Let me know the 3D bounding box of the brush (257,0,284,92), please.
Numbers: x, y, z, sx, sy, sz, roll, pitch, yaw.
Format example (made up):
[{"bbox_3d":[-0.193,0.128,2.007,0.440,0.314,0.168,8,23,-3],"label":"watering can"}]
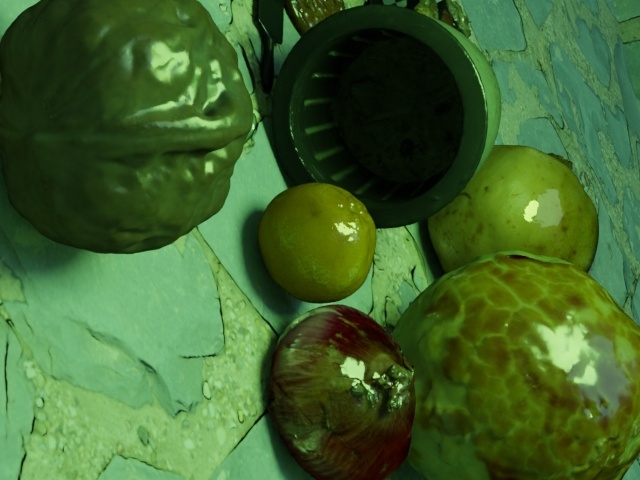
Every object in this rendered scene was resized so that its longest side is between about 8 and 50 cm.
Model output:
[{"bbox_3d":[-0.073,-0.288,1.681,0.063,0.016,0.193,38,42,-45],"label":"brush"}]

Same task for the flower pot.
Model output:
[{"bbox_3d":[0.117,-0.188,1.697,0.293,0.294,0.330,69,20,-4],"label":"flower pot"}]

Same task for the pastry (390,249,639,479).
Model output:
[{"bbox_3d":[0.279,0.192,1.623,0.389,0.313,0.388,13,63,-26],"label":"pastry"}]

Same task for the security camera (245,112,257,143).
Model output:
[{"bbox_3d":[-0.128,-0.158,1.472,0.092,0.058,0.058,33,45,-38],"label":"security camera"}]

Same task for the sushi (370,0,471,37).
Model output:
[{"bbox_3d":[0.206,-0.408,2.217,0.292,0.059,0.294,52,34,-31],"label":"sushi"}]

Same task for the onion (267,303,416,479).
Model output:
[{"bbox_3d":[0.048,0.181,1.450,0.230,0.163,0.230,29,45,-34],"label":"onion"}]

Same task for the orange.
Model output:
[{"bbox_3d":[0.000,0.000,1.490,0.159,0.136,0.159,35,28,-22],"label":"orange"}]

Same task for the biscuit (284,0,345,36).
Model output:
[{"bbox_3d":[-0.010,-0.379,1.840,0.188,0.027,0.187,41,39,-45],"label":"biscuit"}]

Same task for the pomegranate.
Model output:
[{"bbox_3d":[0.315,-0.012,1.953,0.307,0.307,0.307,39,41,-45],"label":"pomegranate"}]

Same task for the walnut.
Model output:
[{"bbox_3d":[-0.192,-0.120,1.136,0.227,0.273,0.273,40,21,19],"label":"walnut"}]
